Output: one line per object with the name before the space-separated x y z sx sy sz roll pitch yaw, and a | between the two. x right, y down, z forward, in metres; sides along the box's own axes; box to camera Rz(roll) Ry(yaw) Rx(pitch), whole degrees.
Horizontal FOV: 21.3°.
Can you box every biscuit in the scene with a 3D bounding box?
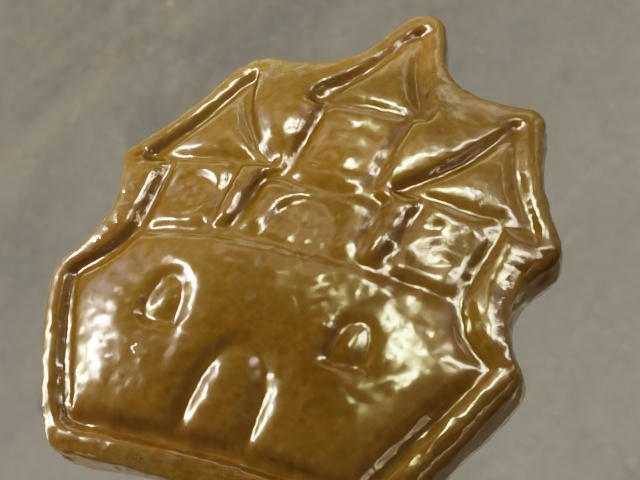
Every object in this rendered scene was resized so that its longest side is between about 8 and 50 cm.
biscuit | -0.001 -0.001 0.616 0.182 0.034 0.215 13 60 22
